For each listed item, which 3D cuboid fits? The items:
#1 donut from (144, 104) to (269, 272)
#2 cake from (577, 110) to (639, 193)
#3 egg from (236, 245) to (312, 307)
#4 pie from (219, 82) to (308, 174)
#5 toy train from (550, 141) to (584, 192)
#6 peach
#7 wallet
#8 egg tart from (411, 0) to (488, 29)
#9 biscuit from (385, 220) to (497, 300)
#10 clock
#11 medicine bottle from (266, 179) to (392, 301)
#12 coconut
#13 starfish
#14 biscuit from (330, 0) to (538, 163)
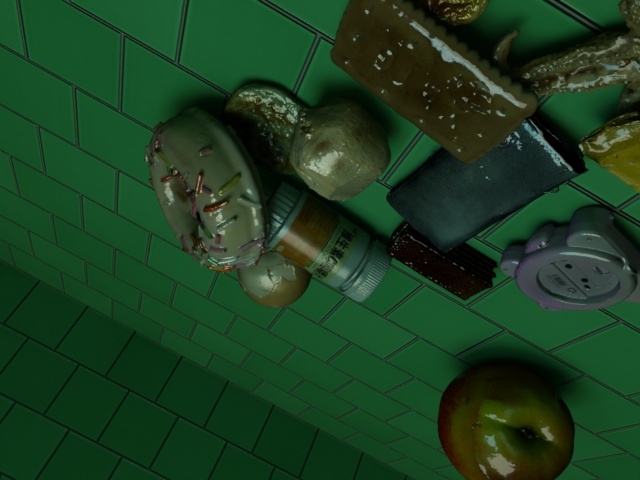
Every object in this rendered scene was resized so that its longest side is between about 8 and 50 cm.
[{"bbox_3d":[-0.257,-0.099,1.202,0.383,0.143,0.382,39,142,38],"label":"donut"},{"bbox_3d":[0.492,-0.143,0.832,0.185,0.079,0.116,27,144,-17],"label":"cake"},{"bbox_3d":[-0.119,0.079,1.442,0.201,0.201,0.244,18,157,13],"label":"egg"},{"bbox_3d":[-0.104,-0.228,1.148,0.241,0.054,0.240,19,145,14],"label":"pie"},{"bbox_3d":[0.409,-0.127,0.954,0.064,0.044,0.103,31,146,3],"label":"toy train"},{"bbox_3d":[0.498,0.506,1.495,0.370,0.370,0.370,18,145,13],"label":"peach"},{"bbox_3d":[0.287,-0.106,1.029,0.191,0.046,0.379,45,146,-1],"label":"wallet"},{"bbox_3d":[0.180,-0.363,0.782,0.131,0.052,0.130,17,143,13],"label":"egg tart"},{"bbox_3d":[0.278,0.043,1.241,0.252,0.070,0.106,31,147,-7],"label":"biscuit"},{"bbox_3d":[0.509,0.055,1.091,0.228,0.090,0.248,39,146,-18],"label":"clock"},{"bbox_3d":[0.000,0.000,1.290,0.318,0.158,0.158,34,145,-9],"label":"medicine bottle"},{"bbox_3d":[0.028,-0.176,1.014,0.195,0.194,0.194,18,145,13],"label":"coconut"},{"bbox_3d":[0.428,-0.279,0.670,0.324,0.082,0.432,20,162,-13],"label":"starfish"},{"bbox_3d":[0.163,-0.257,0.866,0.325,0.044,0.217,38,157,-1],"label":"biscuit"}]
